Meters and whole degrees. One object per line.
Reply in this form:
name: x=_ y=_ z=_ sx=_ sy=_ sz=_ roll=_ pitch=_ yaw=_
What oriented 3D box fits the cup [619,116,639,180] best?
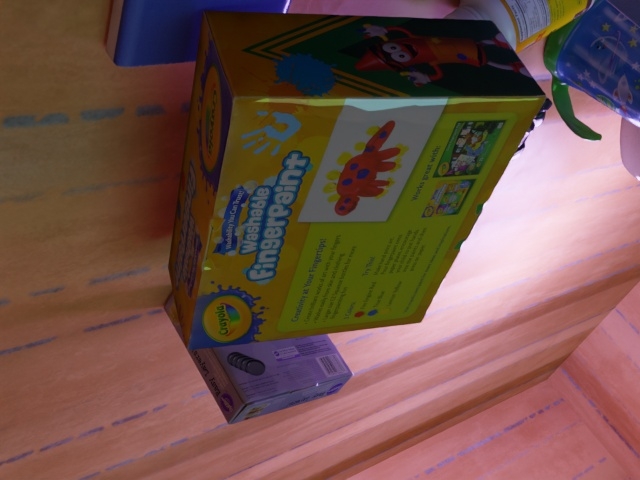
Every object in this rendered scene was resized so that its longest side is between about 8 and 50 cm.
cup: x=0.780 y=-0.298 z=1.622 sx=0.331 sy=0.331 sz=0.237 roll=-34 pitch=126 yaw=-7

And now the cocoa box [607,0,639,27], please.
cocoa box: x=0.380 y=-0.413 z=0.887 sx=0.227 sy=0.347 sz=0.231 roll=-8 pitch=142 yaw=-42

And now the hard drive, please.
hard drive: x=-0.094 y=-0.326 z=0.796 sx=0.210 sy=0.040 sz=0.319 roll=-15 pitch=145 yaw=-36

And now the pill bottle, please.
pill bottle: x=0.286 y=-0.340 z=1.139 sx=0.214 sy=0.117 sz=0.117 roll=-32 pitch=152 yaw=-10

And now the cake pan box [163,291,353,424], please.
cake pan box: x=-0.099 y=0.171 z=1.333 sx=0.266 sy=0.246 sz=0.070 roll=-7 pitch=144 yaw=-47

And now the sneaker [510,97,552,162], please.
sneaker: x=0.321 y=-0.205 z=1.382 sx=0.268 sy=0.101 sz=0.153 roll=-29 pitch=152 yaw=-56

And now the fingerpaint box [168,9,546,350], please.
fingerpaint box: x=0.013 y=-0.064 z=1.011 sx=0.370 sy=0.163 sz=0.445 roll=-5 pitch=141 yaw=-20

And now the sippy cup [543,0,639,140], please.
sippy cup: x=0.554 y=-0.321 z=1.366 sx=0.240 sy=0.224 sz=0.305 roll=-32 pitch=153 yaw=-8
